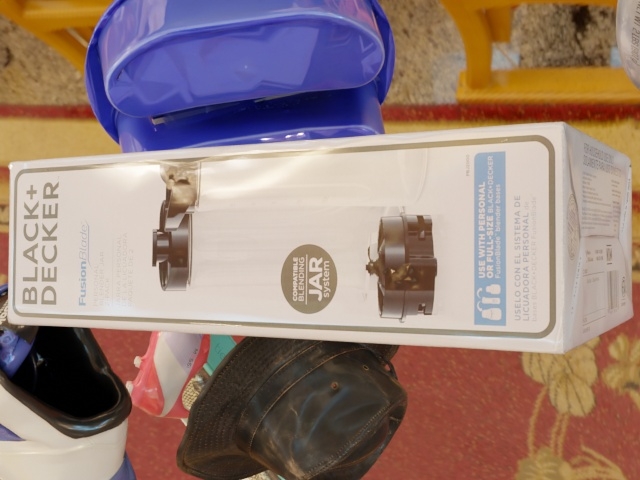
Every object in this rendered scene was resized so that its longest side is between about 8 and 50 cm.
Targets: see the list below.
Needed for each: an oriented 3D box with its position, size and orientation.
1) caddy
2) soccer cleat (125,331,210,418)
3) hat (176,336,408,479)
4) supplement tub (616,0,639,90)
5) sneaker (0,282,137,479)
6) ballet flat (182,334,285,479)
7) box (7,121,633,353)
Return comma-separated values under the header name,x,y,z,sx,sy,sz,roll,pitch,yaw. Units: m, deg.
name,x,y,z,sx,sy,sz,roll,pitch,yaw
caddy,-0.080,-0.167,0.938,0.341,0.241,0.179,-9,36,-5
soccer cleat,-0.175,0.112,1.152,0.095,0.083,0.248,23,84,-16
hat,0.004,0.209,0.998,0.331,0.331,0.134,-44,60,2
supplement tub,0.354,-0.098,0.489,0.207,0.207,0.338,-44,50,2
sneaker,-0.270,0.091,0.671,0.315,0.127,0.182,23,123,4
ballet flat,-0.128,0.340,1.557,0.182,0.164,0.483,-34,100,35
box,0.000,0.000,0.456,0.289,0.169,0.087,-1,90,29
